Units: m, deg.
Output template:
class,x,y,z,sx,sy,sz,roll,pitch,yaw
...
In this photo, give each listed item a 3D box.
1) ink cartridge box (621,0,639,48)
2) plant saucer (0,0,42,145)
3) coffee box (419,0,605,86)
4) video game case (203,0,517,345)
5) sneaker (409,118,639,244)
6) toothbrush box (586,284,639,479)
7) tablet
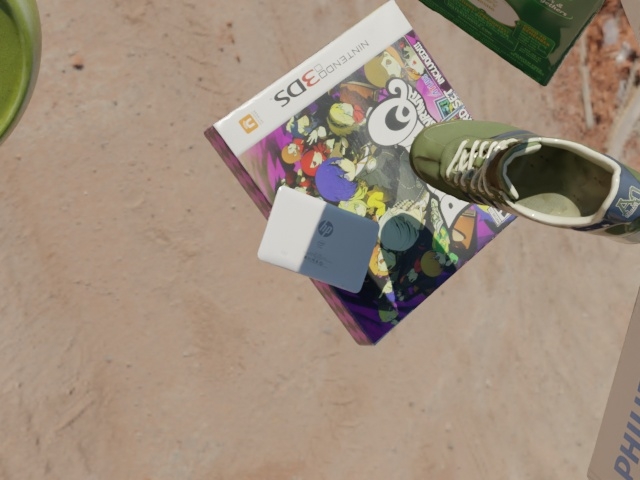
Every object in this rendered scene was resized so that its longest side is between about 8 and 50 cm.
class,x,y,z,sx,sy,sz,roll,pitch,yaw
ink cartridge box,0.328,-0.151,0.675,0.061,0.104,0.181,58,17,-72
plant saucer,-0.304,-0.127,0.606,0.241,0.037,0.241,-33,142,-31
coffee box,0.092,-0.147,0.395,0.040,0.113,0.184,-52,171,-5
video game case,0.048,-0.061,0.735,0.210,0.042,0.232,-38,99,-20
sneaker,0.133,-0.050,0.568,0.086,0.192,0.064,13,97,-56
toothbrush box,0.277,0.013,0.345,0.295,0.126,0.216,-8,118,-28
tablet,0.000,0.000,0.584,0.083,0.006,0.054,20,84,-24
